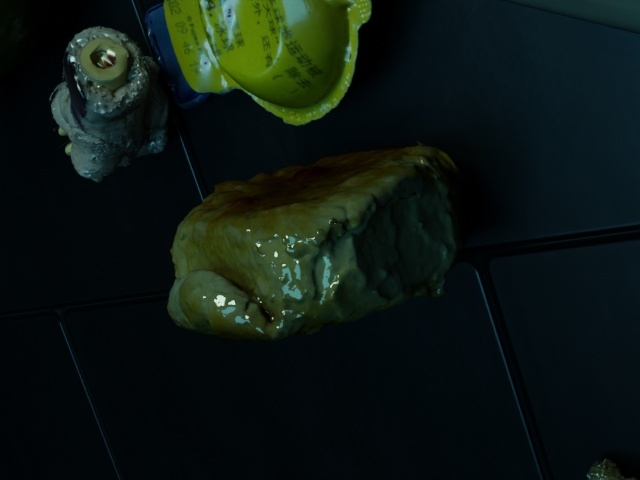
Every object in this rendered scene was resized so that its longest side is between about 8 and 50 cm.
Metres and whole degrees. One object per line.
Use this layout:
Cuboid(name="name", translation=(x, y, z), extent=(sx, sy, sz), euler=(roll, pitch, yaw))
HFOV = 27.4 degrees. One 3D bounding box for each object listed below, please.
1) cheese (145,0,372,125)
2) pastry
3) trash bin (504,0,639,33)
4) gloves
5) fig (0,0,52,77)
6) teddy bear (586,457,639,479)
Cuboid(name="cheese", translation=(-0.055, -0.164, 0.972), extent=(0.270, 0.069, 0.177), euler=(-13, 101, 52))
Cuboid(name="pastry", translation=(0.000, 0.000, 0.918), extent=(0.218, 0.229, 0.100), euler=(-151, 47, -74))
Cuboid(name="trash bin", translation=(0.213, -0.195, 0.726), extent=(0.236, 0.101, 0.176), euler=(18, 122, 34))
Cuboid(name="gloves", translation=(-0.171, -0.113, 1.070), extent=(0.110, 0.094, 0.144), euler=(68, 165, -2))
Cuboid(name="fig", translation=(-0.326, -0.186, 1.097), extent=(0.195, 0.195, 0.244), euler=(27, 116, 26))
Cuboid(name="teddy bear", translation=(0.250, 0.197, 0.895), extent=(0.160, 0.078, 0.119), euler=(-10, 100, 42))
